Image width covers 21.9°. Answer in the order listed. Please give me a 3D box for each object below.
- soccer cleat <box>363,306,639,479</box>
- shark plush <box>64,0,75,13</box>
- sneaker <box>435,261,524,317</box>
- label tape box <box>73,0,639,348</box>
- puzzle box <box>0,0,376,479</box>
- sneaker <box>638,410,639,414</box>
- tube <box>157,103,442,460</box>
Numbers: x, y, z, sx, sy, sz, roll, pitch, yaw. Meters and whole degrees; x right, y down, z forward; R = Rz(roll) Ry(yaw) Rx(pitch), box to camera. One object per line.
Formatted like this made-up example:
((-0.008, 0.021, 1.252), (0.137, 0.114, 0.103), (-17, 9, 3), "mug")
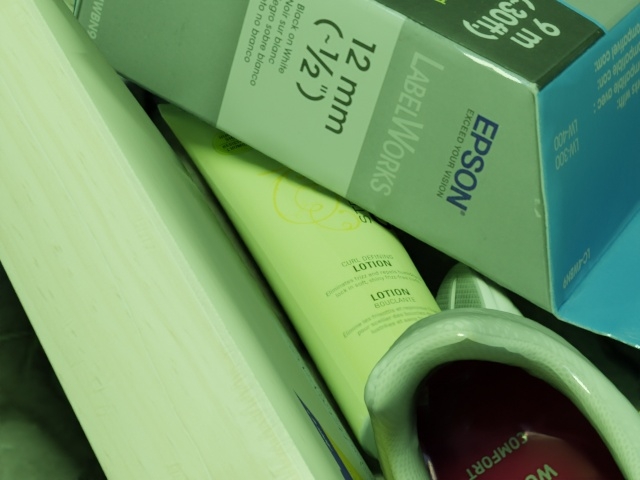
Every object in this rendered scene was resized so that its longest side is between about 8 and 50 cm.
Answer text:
((0.121, 0.161, 0.572), (0.116, 0.143, 0.331), (-40, 72, 5), "soccer cleat")
((-0.159, -0.139, 0.916), (0.161, 0.073, 0.067), (-1, 23, 15), "shark plush")
((0.095, 0.074, 0.757), (0.061, 0.053, 0.152), (3, 48, -30), "sneaker")
((0.088, -0.102, 0.842), (0.348, 0.115, 0.249), (28, 35, 17), "label tape box")
((-0.038, 0.051, 0.598), (0.052, 0.272, 0.409), (-33, 55, -1), "puzzle box")
((0.243, 0.159, 0.643), (0.295, 0.123, 0.109), (39, 51, 12), "sneaker")
((0.000, 0.000, 0.797), (0.070, 0.062, 0.240), (35, 19, -44), "tube")
